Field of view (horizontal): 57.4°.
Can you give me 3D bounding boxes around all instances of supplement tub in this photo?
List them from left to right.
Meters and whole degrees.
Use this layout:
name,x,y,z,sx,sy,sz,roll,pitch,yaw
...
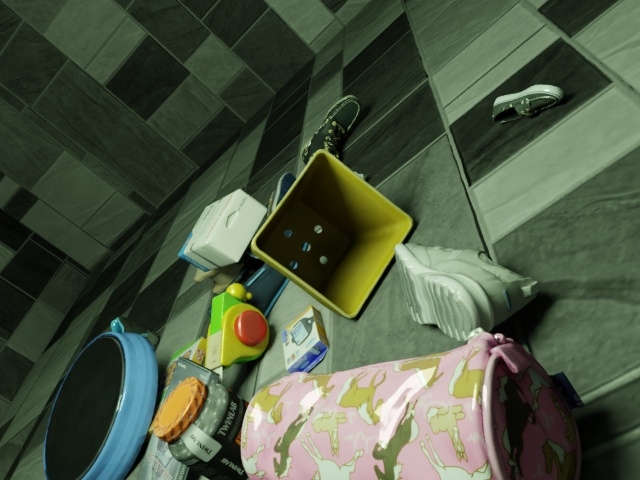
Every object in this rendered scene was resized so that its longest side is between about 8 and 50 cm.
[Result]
name,x,y,z,sx,sy,sz,roll,pitch,yaw
supplement tub,-0.132,0.282,0.829,0.117,0.190,0.117,-40,24,22

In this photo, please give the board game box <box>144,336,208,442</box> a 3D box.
name,x,y,z,sx,sy,sz,roll,pitch,yaw
board game box,-0.334,0.331,1.347,0.124,0.039,0.259,-31,25,35

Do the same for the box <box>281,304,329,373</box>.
name,x,y,z,sx,sy,sz,roll,pitch,yaw
box,-0.029,0.178,1.029,0.081,0.028,0.136,-44,20,11

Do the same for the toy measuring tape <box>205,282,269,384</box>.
name,x,y,z,sx,sy,sz,roll,pitch,yaw
toy measuring tape,-0.158,0.239,1.121,0.121,0.121,0.329,-28,52,41

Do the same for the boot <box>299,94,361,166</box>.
name,x,y,z,sx,sy,sz,roll,pitch,yaw
boot,0.036,-0.271,1.581,0.236,0.085,0.178,-48,23,19

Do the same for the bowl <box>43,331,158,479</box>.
name,x,y,z,sx,sy,sz,roll,pitch,yaw
bowl,-0.522,0.400,1.366,0.391,0.077,0.390,-28,48,36

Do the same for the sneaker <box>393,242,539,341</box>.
name,x,y,z,sx,sy,sz,roll,pitch,yaw
sneaker,0.181,0.060,0.782,0.115,0.105,0.281,-16,15,-9

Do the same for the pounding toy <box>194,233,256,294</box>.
name,x,y,z,sx,sy,sz,roll,pitch,yaw
pounding toy,-0.252,0.021,1.538,0.270,0.155,0.154,-26,35,44

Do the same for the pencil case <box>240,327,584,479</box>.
name,x,y,z,sx,sy,sz,roll,pitch,yaw
pencil case,0.067,0.208,0.622,0.386,0.160,0.167,-25,23,46

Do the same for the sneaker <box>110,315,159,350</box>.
name,x,y,z,sx,sy,sz,roll,pitch,yaw
sneaker,-0.570,0.360,1.599,0.125,0.140,0.340,-33,28,28

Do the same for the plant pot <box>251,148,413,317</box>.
name,x,y,z,sx,sy,sz,roll,pitch,yaw
plant pot,0.000,0.000,1.061,0.212,0.212,0.187,-56,9,-17

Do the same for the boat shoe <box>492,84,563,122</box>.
name,x,y,z,sx,sy,sz,roll,pitch,yaw
boat shoe,0.344,-0.225,0.979,0.142,0.049,0.040,4,75,65

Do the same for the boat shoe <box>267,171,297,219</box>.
name,x,y,z,sx,sy,sz,roll,pitch,yaw
boat shoe,-0.113,-0.119,1.632,0.066,0.066,0.183,-33,26,37

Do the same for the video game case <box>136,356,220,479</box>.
name,x,y,z,sx,sy,sz,roll,pitch,yaw
video game case,-0.270,0.362,1.076,0.196,0.026,0.274,-4,65,61

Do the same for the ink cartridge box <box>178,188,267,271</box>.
name,x,y,z,sx,sy,sz,roll,pitch,yaw
ink cartridge box,-0.226,-0.018,1.332,0.203,0.086,0.148,-14,44,58

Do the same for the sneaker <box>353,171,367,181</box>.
name,x,y,z,sx,sy,sz,roll,pitch,yaw
sneaker,0.072,-0.134,1.352,0.098,0.038,0.069,-1,49,50

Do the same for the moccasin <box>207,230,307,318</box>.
name,x,y,z,sx,sy,sz,roll,pitch,yaw
moccasin,-0.130,0.056,1.301,0.138,0.117,0.342,-25,31,46
